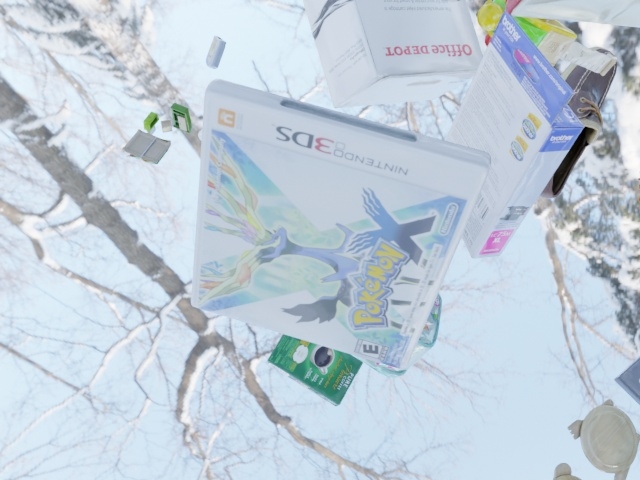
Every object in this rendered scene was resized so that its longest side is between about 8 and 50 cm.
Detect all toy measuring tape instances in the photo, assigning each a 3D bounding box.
[{"bbox_3d":[0.376,-0.354,1.094,0.121,0.330,0.121,-3,-94,54],"label":"toy measuring tape"}]

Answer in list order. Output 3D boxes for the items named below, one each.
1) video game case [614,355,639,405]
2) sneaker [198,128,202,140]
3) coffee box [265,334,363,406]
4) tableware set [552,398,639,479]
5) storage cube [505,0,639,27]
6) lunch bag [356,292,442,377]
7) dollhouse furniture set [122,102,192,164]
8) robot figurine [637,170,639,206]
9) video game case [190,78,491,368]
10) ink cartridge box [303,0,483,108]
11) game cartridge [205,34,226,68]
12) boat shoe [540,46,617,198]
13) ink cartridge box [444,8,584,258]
[{"bbox_3d":[0.558,0.166,0.835,0.274,0.026,0.196,-39,-114,-5],"label":"video game case"},{"bbox_3d":[-0.282,-0.265,1.745,0.109,0.044,0.040,36,-117,-11],"label":"sneaker"},{"bbox_3d":[-0.013,0.266,1.397,0.184,0.040,0.113,30,-114,2],"label":"coffee box"},{"bbox_3d":[0.285,0.249,0.612,0.169,0.020,0.141,45,-110,0],"label":"tableware set"},{"bbox_3d":[0.267,-0.292,0.499,0.184,0.215,0.193,4,-95,-7],"label":"storage cube"},{"bbox_3d":[0.071,0.092,1.085,0.279,0.224,0.108,35,-66,-2],"label":"lunch bag"},{"bbox_3d":[-0.303,-0.190,1.217,0.076,0.058,0.151,22,-121,11],"label":"dollhouse furniture set"},{"bbox_3d":[0.552,-0.098,0.809,0.291,0.085,0.211,-21,-160,-28],"label":"robot figurine"},{"bbox_3d":[0.000,0.000,0.756,0.300,0.329,0.036,16,-139,4],"label":"video game case"},{"bbox_3d":[0.124,-0.477,1.268,0.286,0.166,0.394,-13,-95,-32],"label":"ink cartridge box"},{"bbox_3d":[-0.191,-0.341,1.171,0.083,0.017,0.056,-126,-127,-62],"label":"game cartridge"},{"bbox_3d":[0.529,-0.238,1.325,0.342,0.123,0.123,-57,-148,0],"label":"boat shoe"},{"bbox_3d":[0.259,-0.141,0.917,0.065,0.311,0.185,-6,-128,-17],"label":"ink cartridge box"}]
